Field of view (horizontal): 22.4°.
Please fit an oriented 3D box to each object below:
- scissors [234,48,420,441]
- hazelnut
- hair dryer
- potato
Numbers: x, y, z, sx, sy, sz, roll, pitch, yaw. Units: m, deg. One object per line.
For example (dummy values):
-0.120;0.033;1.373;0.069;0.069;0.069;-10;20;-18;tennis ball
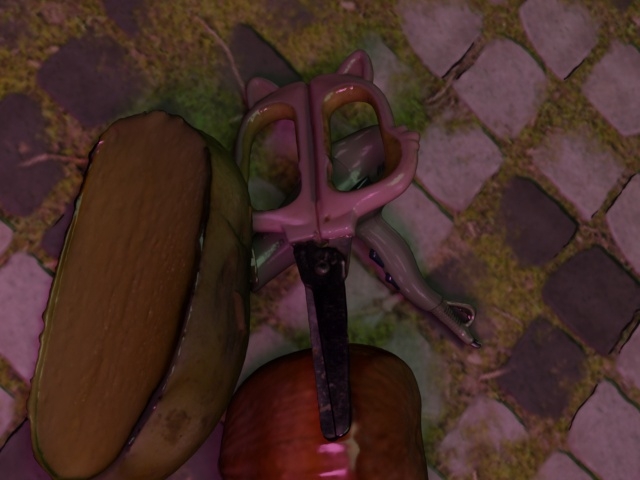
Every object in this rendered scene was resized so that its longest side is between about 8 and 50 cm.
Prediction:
0.000;0.000;1.147;0.160;0.024;0.318;-12;56;13;scissors
0.004;0.150;1.147;0.150;0.150;0.150;6;76;-22;hazelnut
0.023;0.028;1.231;0.167;0.067;0.199;-27;104;-17;hair dryer
-0.103;0.051;1.117;0.111;0.160;0.272;27;66;-41;potato
